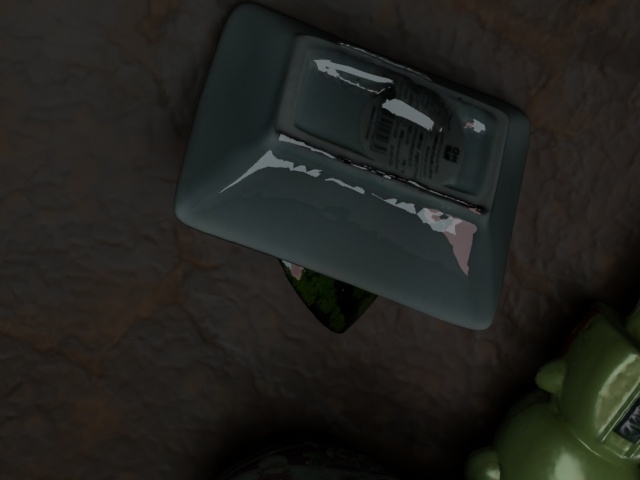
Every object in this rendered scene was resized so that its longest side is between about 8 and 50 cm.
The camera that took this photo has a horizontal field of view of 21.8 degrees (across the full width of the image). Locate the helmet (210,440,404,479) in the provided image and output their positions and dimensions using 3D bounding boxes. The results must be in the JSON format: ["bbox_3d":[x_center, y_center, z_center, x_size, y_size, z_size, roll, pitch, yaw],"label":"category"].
[{"bbox_3d":[-0.026,0.210,1.242,0.177,0.107,0.153,-21,139,-28],"label":"helmet"}]

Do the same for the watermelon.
[{"bbox_3d":[0.000,0.000,1.201,0.094,0.135,0.125,31,107,26],"label":"watermelon"}]

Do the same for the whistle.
[{"bbox_3d":[0.222,0.114,1.249,0.131,0.106,0.288,30,102,-18],"label":"whistle"}]

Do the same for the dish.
[{"bbox_3d":[0.038,-0.064,1.138,0.243,0.080,0.182,20,63,-13],"label":"dish"}]
